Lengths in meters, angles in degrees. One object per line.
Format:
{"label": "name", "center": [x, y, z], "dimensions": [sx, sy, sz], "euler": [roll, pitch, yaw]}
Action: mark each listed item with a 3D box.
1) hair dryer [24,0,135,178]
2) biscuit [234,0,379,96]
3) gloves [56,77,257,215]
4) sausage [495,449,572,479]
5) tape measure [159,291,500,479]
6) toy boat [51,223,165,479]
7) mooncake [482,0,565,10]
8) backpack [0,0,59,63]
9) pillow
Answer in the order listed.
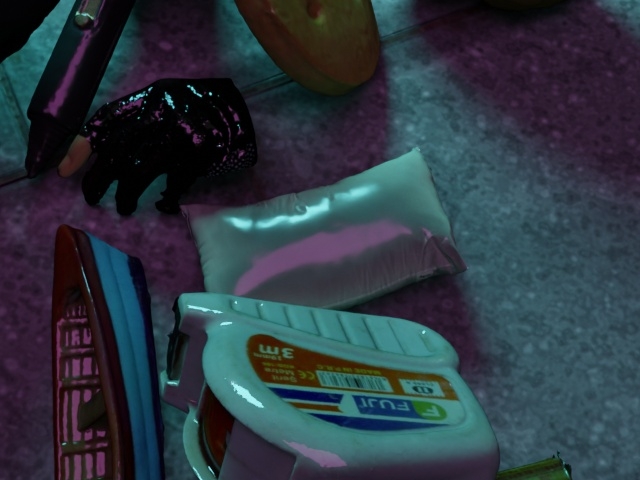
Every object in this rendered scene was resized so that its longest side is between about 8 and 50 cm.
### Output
{"label": "hair dryer", "center": [-0.218, -0.225, 1.029], "dimensions": [0.107, 0.189, 0.352], "euler": [18, 79, 12]}
{"label": "biscuit", "center": [-0.046, -0.305, 1.020], "dimensions": [0.354, 0.052, 0.275], "euler": [61, 32, -7]}
{"label": "gloves", "center": [-0.162, -0.095, 1.008], "dimensions": [0.181, 0.106, 0.129], "euler": [-17, 72, -14]}
{"label": "sausage", "center": [0.041, 0.256, 0.896], "dimensions": [0.372, 0.082, 0.082], "euler": [-11, 69, -7]}
{"label": "tape measure", "center": [0.003, 0.148, 0.859], "dimensions": [0.243, 0.125, 0.246], "euler": [7, 27, -17]}
{"label": "toy boat", "center": [-0.183, 0.168, 0.903], "dimensions": [0.079, 0.136, 0.392], "euler": [10, 60, -32]}
{"label": "mooncake", "center": [0.177, -0.331, 1.063], "dimensions": [0.235, 0.235, 0.117], "euler": [14, 67, 2]}
{"label": "backpack", "center": [-0.463, -0.294, 0.930], "dimensions": [0.446, 0.363, 0.254], "euler": [17, 61, 35]}
{"label": "pillow", "center": [-0.001, -0.001, 0.994], "dimensions": [0.254, 0.078, 0.144], "euler": [-16, 69, -8]}
